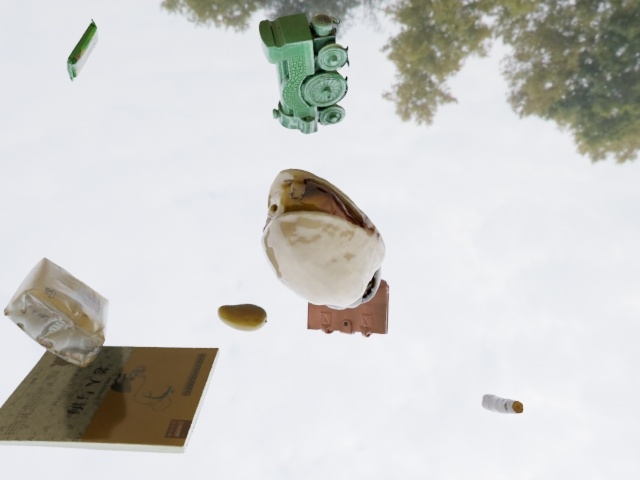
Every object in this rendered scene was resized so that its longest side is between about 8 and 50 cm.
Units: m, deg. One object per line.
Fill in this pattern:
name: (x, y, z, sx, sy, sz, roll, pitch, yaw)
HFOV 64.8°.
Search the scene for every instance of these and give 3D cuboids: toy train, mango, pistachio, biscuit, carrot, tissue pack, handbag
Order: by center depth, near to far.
toy train: (-0.017, -0.209, 0.654, 0.104, 0.178, 0.071, -12, -117, -5)
pistachio: (0.000, 0.000, 0.687, 0.157, 0.229, 0.158, -13, -125, 19)
biscuit: (-0.345, -0.278, 0.735, 0.016, 0.046, 0.089, 25, -111, -14)
pistachio: (0.049, 0.055, 0.850, 0.112, 0.149, 0.113, 9, -141, -8)
tissue pack: (-0.516, 0.139, 1.011, 0.186, 0.090, 0.222, 44, 175, -23)
carrot: (0.423, 0.382, 1.176, 0.042, 0.171, 0.042, 2, -104, -6)
handbag: (0.073, 0.173, 1.329, 0.212, 0.059, 0.158, 2, -97, 15)
mango: (-0.248, 0.240, 1.597, 0.160, 0.076, 0.103, 11, -150, -15)

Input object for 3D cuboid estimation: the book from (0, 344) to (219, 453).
book: (-0.417, 0.299, 0.997, 0.388, 0.032, 0.269, 0, -152, 3)
